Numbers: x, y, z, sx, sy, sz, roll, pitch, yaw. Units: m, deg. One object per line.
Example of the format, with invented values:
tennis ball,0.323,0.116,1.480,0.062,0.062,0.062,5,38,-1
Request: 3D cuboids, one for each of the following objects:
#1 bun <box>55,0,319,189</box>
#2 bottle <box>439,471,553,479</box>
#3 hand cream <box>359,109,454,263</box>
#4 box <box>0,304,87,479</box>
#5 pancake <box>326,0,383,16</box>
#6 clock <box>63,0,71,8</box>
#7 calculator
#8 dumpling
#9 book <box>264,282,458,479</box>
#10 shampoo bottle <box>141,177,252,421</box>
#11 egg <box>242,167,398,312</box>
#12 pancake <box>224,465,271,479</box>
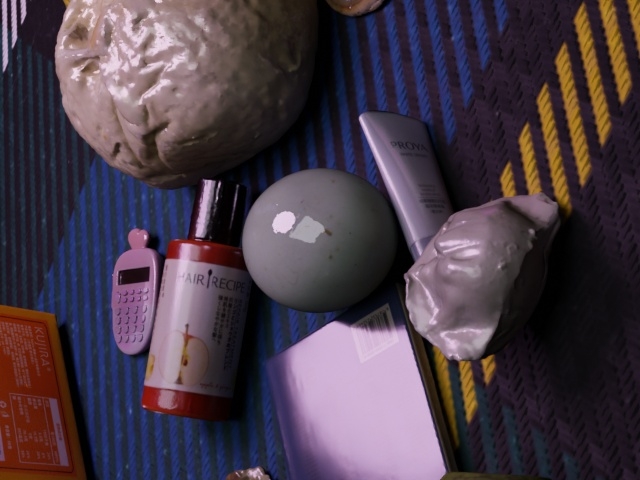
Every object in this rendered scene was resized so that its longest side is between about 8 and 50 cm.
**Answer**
bun,-0.175,-0.235,1.571,0.352,0.227,0.349,47,113,43
bottle,0.147,0.332,1.129,0.112,0.112,0.260,-8,73,47
hand cream,0.104,-0.024,1.316,0.048,0.079,0.255,-43,53,43
box,-0.473,0.265,1.777,0.259,0.214,0.283,-45,48,35
pancake,0.048,-0.319,1.495,0.139,0.022,0.139,-15,69,45
clock,-0.328,-0.432,1.933,0.237,0.057,0.237,-17,67,46
calculator,-0.236,0.066,1.709,0.103,0.024,0.165,-8,76,48
dumpling,0.143,0.024,1.211,0.127,0.108,0.188,17,68,28
book,0.041,0.199,1.326,0.191,0.025,0.269,-33,54,28
shampoo bottle,-0.135,0.065,1.531,0.104,0.104,0.278,2,81,49
egg,0.000,0.000,1.358,0.192,0.149,0.149,-7,74,57
pancake,-0.037,0.344,1.395,0.288,0.033,0.286,45,114,45
